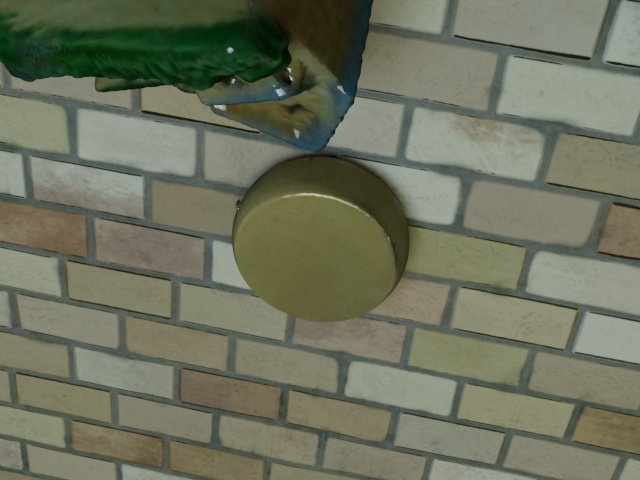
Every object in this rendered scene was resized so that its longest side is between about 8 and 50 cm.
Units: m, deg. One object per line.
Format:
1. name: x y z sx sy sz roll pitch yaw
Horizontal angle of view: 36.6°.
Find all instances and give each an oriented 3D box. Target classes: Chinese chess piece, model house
1. Chinese chess piece: 0.000 0.000 1.453 0.273 0.102 0.273 6 128 7
2. model house: -0.124 -0.268 1.110 0.382 0.334 0.343 2 162 26
